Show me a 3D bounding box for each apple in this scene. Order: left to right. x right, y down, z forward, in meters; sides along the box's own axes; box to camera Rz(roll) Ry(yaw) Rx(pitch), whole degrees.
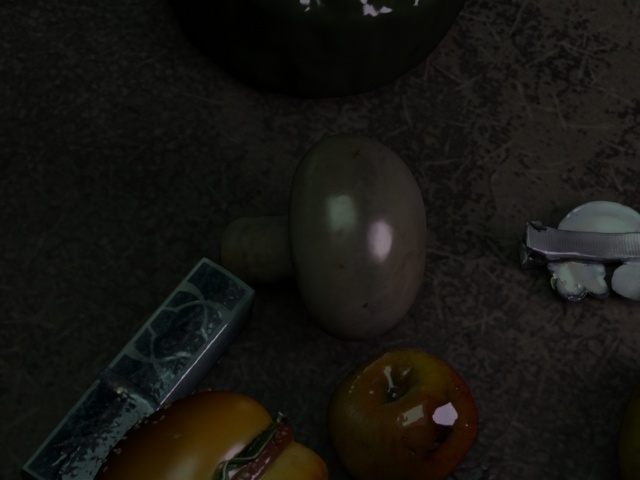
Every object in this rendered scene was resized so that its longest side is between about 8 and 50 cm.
[{"bbox_3d":[0.080,0.171,1.698,0.146,0.146,0.146,2,62,-5],"label":"apple"}]

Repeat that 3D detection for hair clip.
[{"bbox_3d":[0.292,0.009,1.852,0.172,0.049,0.116,2,67,-8],"label":"hair clip"}]

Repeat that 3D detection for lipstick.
[{"bbox_3d":[-0.171,0.142,1.717,0.077,0.076,0.290,32,61,13],"label":"lipstick"}]

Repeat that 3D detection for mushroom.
[{"bbox_3d":[0.012,-0.013,1.753,0.209,0.206,0.206,26,62,20],"label":"mushroom"}]

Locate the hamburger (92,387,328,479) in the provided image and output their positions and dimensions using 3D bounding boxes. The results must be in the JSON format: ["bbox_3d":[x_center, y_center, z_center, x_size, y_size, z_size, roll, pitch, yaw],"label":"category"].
[{"bbox_3d":[-0.119,0.238,1.580,0.170,0.246,0.246,43,66,2],"label":"hamburger"}]

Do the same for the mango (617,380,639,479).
[{"bbox_3d":[0.362,0.194,1.736,0.137,0.098,0.195,17,54,6],"label":"mango"}]

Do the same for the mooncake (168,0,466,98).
[{"bbox_3d":[0.001,-0.341,1.925,0.356,0.194,0.356,2,63,-4],"label":"mooncake"}]
